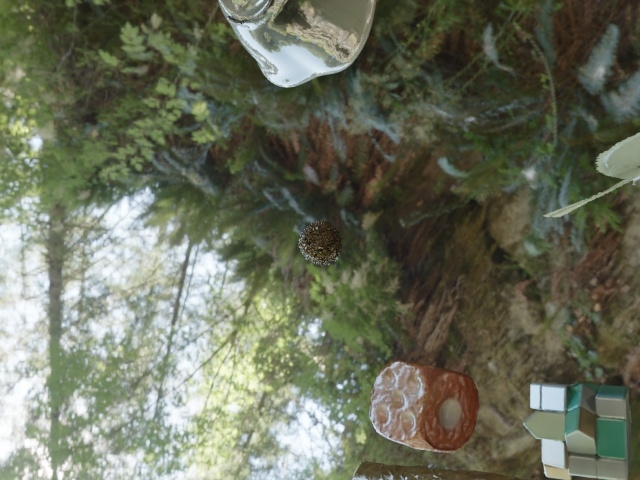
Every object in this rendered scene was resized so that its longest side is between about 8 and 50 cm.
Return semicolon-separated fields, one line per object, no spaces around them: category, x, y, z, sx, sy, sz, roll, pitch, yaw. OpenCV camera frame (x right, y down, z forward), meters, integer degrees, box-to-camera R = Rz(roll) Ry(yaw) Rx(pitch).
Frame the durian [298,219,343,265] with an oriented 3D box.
durian;0.000;0.000;1.159;0.080;0.080;0.091;8;-129;-17

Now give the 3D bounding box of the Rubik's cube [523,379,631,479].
Rubik's cube;0.574;0.423;1.494;0.213;0.224;0.265;0;177;27

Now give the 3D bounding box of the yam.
yam;0.150;0.269;0.698;0.066;0.300;0.066;10;-104;-42

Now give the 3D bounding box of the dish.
dish;-0.044;-0.256;0.623;0.081;0.229;0.229;-13;-132;-41

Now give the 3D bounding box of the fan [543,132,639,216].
fan;0.446;-0.090;0.913;0.233;0.415;0.012;2;-106;-16

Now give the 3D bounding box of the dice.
dice;0.229;0.365;1.488;0.174;0.174;0.179;16;168;-34
